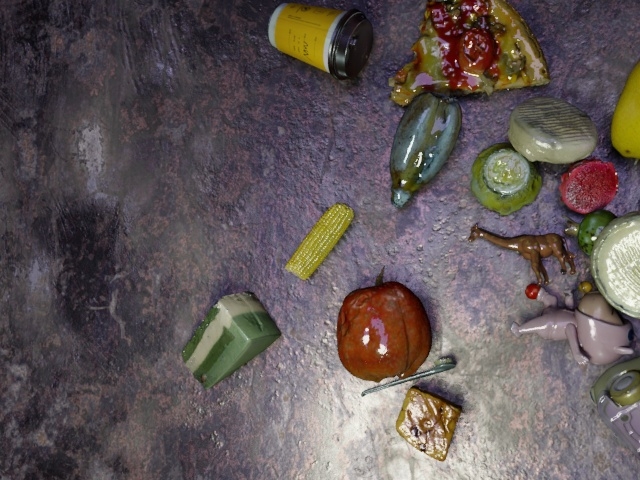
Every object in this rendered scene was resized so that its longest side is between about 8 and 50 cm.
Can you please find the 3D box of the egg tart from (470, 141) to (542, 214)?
[{"bbox_3d":[0.485,-0.170,1.847,0.197,0.078,0.197,-3,79,14],"label":"egg tart"}]

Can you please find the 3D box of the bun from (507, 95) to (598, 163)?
[{"bbox_3d":[0.586,-0.273,1.800,0.209,0.116,0.237,-17,46,-18],"label":"bun"}]

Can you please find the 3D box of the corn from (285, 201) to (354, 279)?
[{"bbox_3d":[0.000,0.000,1.930,0.081,0.081,0.248,38,91,15],"label":"corn"}]

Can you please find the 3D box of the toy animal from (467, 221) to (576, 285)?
[{"bbox_3d":[0.520,0.023,1.810,0.224,0.066,0.230,-22,59,-1],"label":"toy animal"}]

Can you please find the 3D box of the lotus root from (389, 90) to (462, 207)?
[{"bbox_3d":[0.264,-0.243,1.880,0.158,0.140,0.322,21,105,-9],"label":"lotus root"}]

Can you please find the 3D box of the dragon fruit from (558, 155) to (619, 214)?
[{"bbox_3d":[0.677,-0.151,1.800,0.153,0.111,0.153,0,119,-1],"label":"dragon fruit"}]

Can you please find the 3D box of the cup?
[{"bbox_3d":[-0.001,-0.572,1.972,0.279,0.196,0.196,23,87,24],"label":"cup"}]

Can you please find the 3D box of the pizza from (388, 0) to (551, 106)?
[{"bbox_3d":[0.364,-0.499,1.900,0.406,0.130,0.440,-40,75,2],"label":"pizza"}]

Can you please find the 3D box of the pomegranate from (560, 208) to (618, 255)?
[{"bbox_3d":[0.682,-0.022,1.763,0.161,0.122,0.122,18,86,28],"label":"pomegranate"}]

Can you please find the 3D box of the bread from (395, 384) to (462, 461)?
[{"bbox_3d":[0.271,0.456,1.762,0.149,0.158,0.143,22,82,16],"label":"bread"}]

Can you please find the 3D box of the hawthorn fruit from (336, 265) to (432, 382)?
[{"bbox_3d":[0.154,0.235,1.781,0.258,0.258,0.262,-17,106,10],"label":"hawthorn fruit"}]

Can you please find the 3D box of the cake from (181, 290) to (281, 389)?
[{"bbox_3d":[-0.277,0.280,1.908,0.283,0.172,0.158,-39,73,7],"label":"cake"}]

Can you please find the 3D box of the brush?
[{"bbox_3d":[0.226,0.361,1.842,0.266,0.062,0.027,-21,63,13],"label":"brush"}]

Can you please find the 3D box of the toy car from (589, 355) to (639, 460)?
[{"bbox_3d":[0.829,0.339,1.639,0.336,0.226,0.242,-42,93,20],"label":"toy car"}]

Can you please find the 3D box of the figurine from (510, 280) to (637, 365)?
[{"bbox_3d":[0.628,0.195,1.717,0.287,0.176,0.186,16,106,27],"label":"figurine"}]

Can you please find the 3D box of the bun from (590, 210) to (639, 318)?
[{"bbox_3d":[0.764,0.052,1.634,0.259,0.152,0.260,5,101,30],"label":"bun"}]

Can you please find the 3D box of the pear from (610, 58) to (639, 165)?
[{"bbox_3d":[0.872,-0.340,1.706,0.336,0.284,0.285,-31,72,48],"label":"pear"}]
